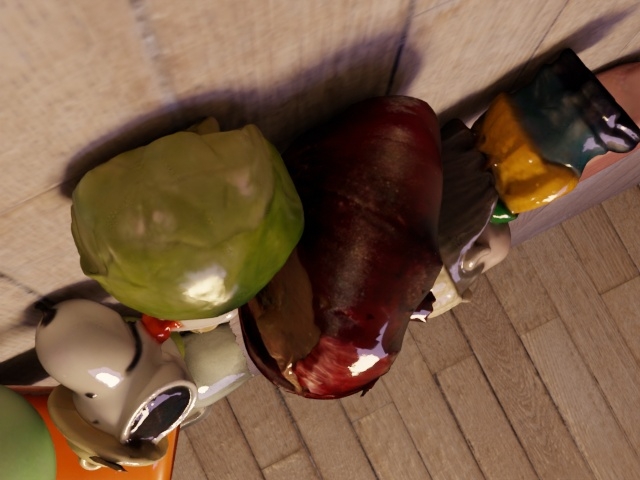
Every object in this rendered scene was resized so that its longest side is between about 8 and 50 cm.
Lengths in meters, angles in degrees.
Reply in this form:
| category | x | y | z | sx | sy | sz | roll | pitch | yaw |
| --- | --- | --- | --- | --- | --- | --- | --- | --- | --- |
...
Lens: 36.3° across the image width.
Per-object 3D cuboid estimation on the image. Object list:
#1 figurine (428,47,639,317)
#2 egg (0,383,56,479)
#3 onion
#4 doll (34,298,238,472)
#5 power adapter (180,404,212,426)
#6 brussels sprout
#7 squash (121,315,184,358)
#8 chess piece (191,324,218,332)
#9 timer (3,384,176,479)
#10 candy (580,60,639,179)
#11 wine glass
| category | x | y | z | sx | sy | sz | roll | pitch | yaw |
| --- | --- | --- | --- | --- | --- | --- | --- | --- | --- |
| figurine | 0.153 | -0.060 | 1.020 | 0.204 | 0.185 | 0.332 | 18 | 125 | -30 |
| egg | -0.384 | 0.243 | 0.925 | 0.269 | 0.220 | 0.220 | -35 | 174 | -21 |
| onion | 0.000 | 0.000 | 0.802 | 0.195 | 0.272 | 0.272 | 17 | 166 | -2 |
| doll | -0.148 | 0.111 | 0.980 | 0.271 | 0.144 | 0.208 | -24 | 126 | -10 |
| power adapter | -0.311 | 0.322 | 1.907 | 0.187 | 0.124 | 0.255 | -24 | 172 | -7 |
| brussels sprout | -0.090 | -0.006 | 0.675 | 0.151 | 0.122 | 0.149 | -33 | 172 | 40 |
| squash | -0.235 | 0.139 | 1.196 | 0.094 | 0.095 | 0.341 | -27 | 172 | 0 |
| chess piece | -0.144 | 0.068 | 1.168 | 0.060 | 0.060 | 0.172 | -25 | 169 | -13 |
| timer | -0.302 | 0.238 | 1.204 | 0.257 | 0.161 | 0.250 | 2 | 151 | -7 |
| candy | 0.339 | -0.138 | 1.259 | 0.255 | 0.094 | 0.255 | -26 | 171 | -4 |
| wine glass | -0.235 | 0.224 | 1.566 | 0.241 | 0.126 | 0.126 | -23 | 171 | -9 |
